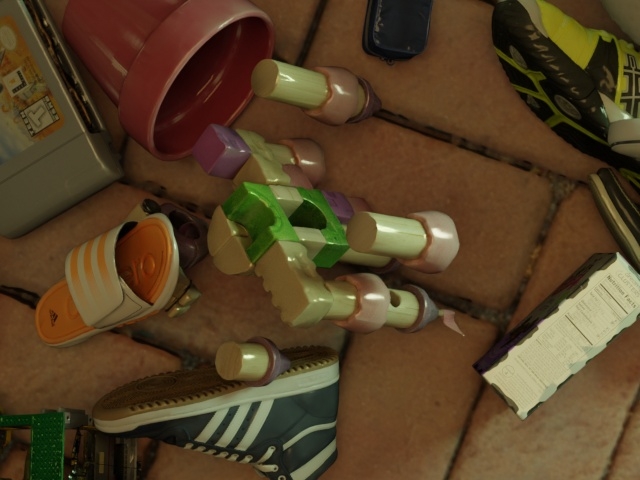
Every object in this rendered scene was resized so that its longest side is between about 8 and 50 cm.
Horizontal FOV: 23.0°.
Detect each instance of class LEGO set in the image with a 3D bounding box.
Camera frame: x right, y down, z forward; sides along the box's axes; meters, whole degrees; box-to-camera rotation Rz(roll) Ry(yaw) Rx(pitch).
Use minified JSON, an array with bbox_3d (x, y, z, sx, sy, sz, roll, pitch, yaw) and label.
[{"bbox_3d":[-0.297,0.323,1.770,0.255,0.192,0.331,-17,71,31],"label":"LEGO set"}]

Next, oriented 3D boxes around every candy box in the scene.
[{"bbox_3d":[0.264,0.101,1.723,0.196,0.165,0.070,-42,88,0],"label":"candy box"}]

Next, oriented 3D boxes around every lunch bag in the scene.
[{"bbox_3d":[0.087,-0.249,1.799,0.067,0.065,0.098,11,87,-12],"label":"lunch bag"}]

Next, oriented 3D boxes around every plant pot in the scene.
[{"bbox_3d":[-0.181,-0.219,1.761,0.180,0.201,0.201,39,91,20],"label":"plant pot"}]

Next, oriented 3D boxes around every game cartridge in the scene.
[{"bbox_3d":[-0.364,-0.161,1.793,0.198,0.062,0.297,-28,88,22],"label":"game cartridge"}]

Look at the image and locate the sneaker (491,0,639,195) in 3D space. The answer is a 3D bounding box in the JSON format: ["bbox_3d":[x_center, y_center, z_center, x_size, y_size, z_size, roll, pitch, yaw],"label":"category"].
[{"bbox_3d":[0.354,-0.156,1.754,0.385,0.145,0.147,40,83,-6],"label":"sneaker"}]

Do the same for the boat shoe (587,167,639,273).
[{"bbox_3d":[0.382,0.007,1.762,0.079,0.084,0.233,-38,93,2],"label":"boat shoe"}]

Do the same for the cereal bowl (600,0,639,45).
[{"bbox_3d":[0.426,-0.282,1.694,0.339,0.141,0.339,12,49,-14],"label":"cereal bowl"}]

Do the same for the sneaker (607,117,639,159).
[{"bbox_3d":[0.421,-0.067,1.641,0.258,0.094,0.091,12,83,-8],"label":"sneaker"}]

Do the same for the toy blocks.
[{"bbox_3d":[0.000,0.000,1.739,0.309,0.260,0.288,-47,57,27],"label":"toy blocks"}]

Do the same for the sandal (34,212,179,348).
[{"bbox_3d":[-0.255,0.056,1.733,0.265,0.076,0.102,-32,67,39],"label":"sandal"}]

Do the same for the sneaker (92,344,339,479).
[{"bbox_3d":[-0.105,0.217,1.733,0.282,0.099,0.153,-11,108,-20],"label":"sneaker"}]
